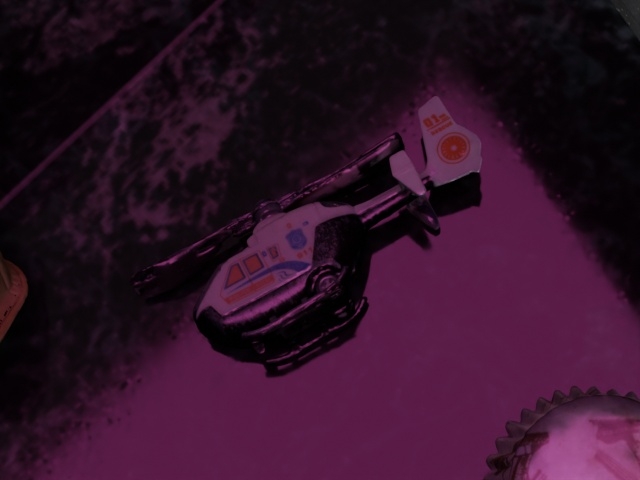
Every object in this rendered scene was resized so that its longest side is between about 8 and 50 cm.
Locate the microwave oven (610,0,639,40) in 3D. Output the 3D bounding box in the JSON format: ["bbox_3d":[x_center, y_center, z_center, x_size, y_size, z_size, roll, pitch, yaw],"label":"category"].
[{"bbox_3d":[0.268,-0.169,0.708,0.236,0.374,0.432,-33,77,-2],"label":"microwave oven"}]

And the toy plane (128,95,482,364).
[{"bbox_3d":[0.001,0.000,0.862,0.197,0.053,0.078,-32,65,0],"label":"toy plane"}]

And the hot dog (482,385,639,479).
[{"bbox_3d":[0.138,0.200,0.779,0.144,0.075,0.268,-4,77,9],"label":"hot dog"}]

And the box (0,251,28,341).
[{"bbox_3d":[-0.246,0.018,0.857,0.177,0.111,0.111,8,75,9],"label":"box"}]
